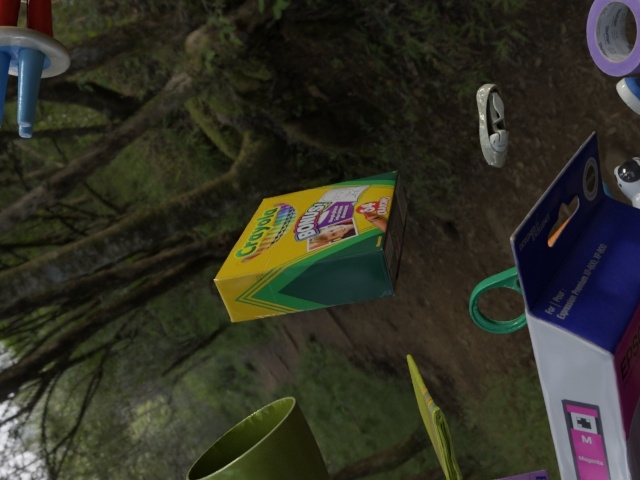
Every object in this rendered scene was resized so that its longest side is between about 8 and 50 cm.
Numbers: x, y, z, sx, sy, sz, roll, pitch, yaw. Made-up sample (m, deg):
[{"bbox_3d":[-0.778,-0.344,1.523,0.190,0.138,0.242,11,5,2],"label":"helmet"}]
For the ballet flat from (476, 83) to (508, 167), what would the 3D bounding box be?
[{"bbox_3d":[0.341,-0.224,1.297,0.052,0.057,0.168,-174,69,-69],"label":"ballet flat"}]

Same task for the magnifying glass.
[{"bbox_3d":[0.298,0.050,0.945,0.092,0.026,0.231,30,127,-4],"label":"magnifying glass"}]

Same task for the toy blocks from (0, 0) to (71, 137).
[{"bbox_3d":[-0.186,-0.139,0.348,0.123,0.054,0.148,21,-116,-60],"label":"toy blocks"}]

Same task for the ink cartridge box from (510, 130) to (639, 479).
[{"bbox_3d":[0.247,0.114,0.541,0.069,0.176,0.371,1,122,42],"label":"ink cartridge box"}]

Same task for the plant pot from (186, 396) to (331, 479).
[{"bbox_3d":[-0.084,0.531,1.384,0.293,0.275,0.275,56,171,-2],"label":"plant pot"}]

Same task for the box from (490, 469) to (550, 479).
[{"bbox_3d":[0.258,0.495,1.029,0.117,0.243,0.213,96,164,-64],"label":"box"}]

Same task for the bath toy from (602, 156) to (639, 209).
[{"bbox_3d":[0.783,-0.148,1.459,0.151,0.348,0.129,53,-155,-5],"label":"bath toy"}]

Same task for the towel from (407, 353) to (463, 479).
[{"bbox_3d":[0.159,0.244,0.945,0.237,0.021,0.102,-95,-9,-82],"label":"towel"}]

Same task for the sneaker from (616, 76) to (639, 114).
[{"bbox_3d":[0.421,-0.181,0.763,0.084,0.152,0.058,-52,37,47],"label":"sneaker"}]

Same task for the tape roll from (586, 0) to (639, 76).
[{"bbox_3d":[0.662,-0.451,1.409,0.189,0.080,0.189,166,90,-77],"label":"tape roll"}]

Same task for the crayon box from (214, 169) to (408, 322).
[{"bbox_3d":[0.000,0.000,1.302,0.363,0.313,0.106,-69,-35,-61],"label":"crayon box"}]
